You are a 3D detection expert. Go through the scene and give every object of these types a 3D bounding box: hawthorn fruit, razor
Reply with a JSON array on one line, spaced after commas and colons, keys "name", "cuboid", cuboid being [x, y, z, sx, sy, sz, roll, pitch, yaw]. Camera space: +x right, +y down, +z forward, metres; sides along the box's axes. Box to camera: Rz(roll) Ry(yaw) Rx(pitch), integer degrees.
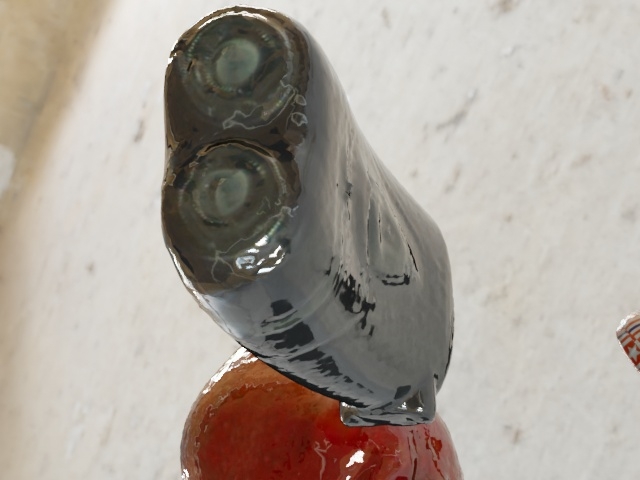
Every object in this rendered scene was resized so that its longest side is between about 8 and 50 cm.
[{"name": "hawthorn fruit", "cuboid": [0.015, 0.228, 1.265, 0.307, 0.265, 0.265, 13, 84, 45]}, {"name": "razor", "cuboid": [-0.002, 0.000, 0.899, 0.113, 0.349, 0.204, -8, 63, 19]}]

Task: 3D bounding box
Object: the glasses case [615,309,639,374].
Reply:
[{"name": "glasses case", "cuboid": [0.376, 0.144, 1.309, 0.194, 0.073, 0.049, 51, 126, 25]}]
